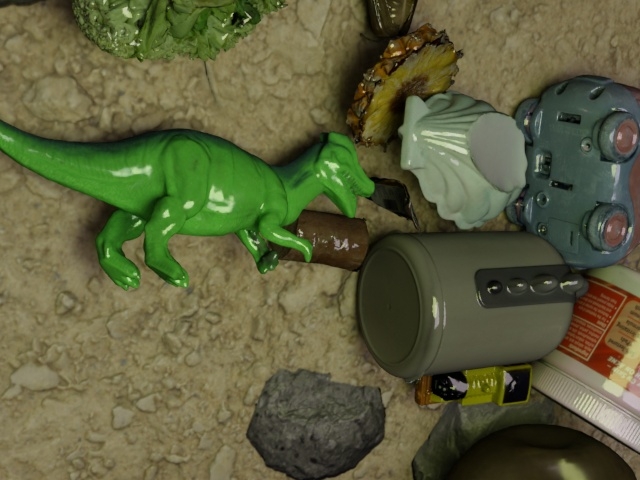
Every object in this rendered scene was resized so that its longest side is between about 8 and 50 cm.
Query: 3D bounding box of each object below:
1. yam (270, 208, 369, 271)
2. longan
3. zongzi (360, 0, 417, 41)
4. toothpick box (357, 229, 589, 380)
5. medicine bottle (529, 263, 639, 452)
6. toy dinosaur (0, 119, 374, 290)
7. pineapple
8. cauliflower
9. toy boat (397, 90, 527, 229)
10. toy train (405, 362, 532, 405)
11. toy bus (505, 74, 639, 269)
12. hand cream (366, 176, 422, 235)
[{"bbox_3d":[0.001,-0.003,1.574,0.127,0.084,0.084,11,99,-30],"label":"yam"},{"bbox_3d":[0.345,0.433,1.766,0.350,0.288,0.288,3,103,-22],"label":"longan"},{"bbox_3d":[0.064,-0.365,1.495,0.184,0.084,0.187,5,108,-34],"label":"zongzi"},{"bbox_3d":[0.240,0.085,1.635,0.316,0.229,0.229,-3,105,-27],"label":"toothpick box"},{"bbox_3d":[0.489,0.190,1.777,0.252,0.252,0.241,32,89,-30],"label":"medicine bottle"},{"bbox_3d":[-0.183,-0.140,1.418,0.500,0.144,0.374,49,63,-11],"label":"toy dinosaur"},{"bbox_3d":[0.114,-0.210,1.546,0.221,0.047,0.221,-35,154,-20],"label":"pineapple"},{"bbox_3d":[-0.143,-0.328,1.313,0.272,0.250,0.275,15,102,-27],"label":"cauliflower"},{"bbox_3d":[0.220,-0.122,1.583,0.290,0.100,0.199,13,76,-49],"label":"toy boat"},{"bbox_3d":[0.237,0.211,1.726,0.219,0.127,0.089,-2,104,-27],"label":"toy train"},{"bbox_3d":[0.439,-0.108,1.712,0.232,0.197,0.294,-8,106,-36],"label":"toy bus"},{"bbox_3d":[0.105,-0.056,1.564,0.039,0.163,0.062,-22,114,-14],"label":"hand cream"}]
